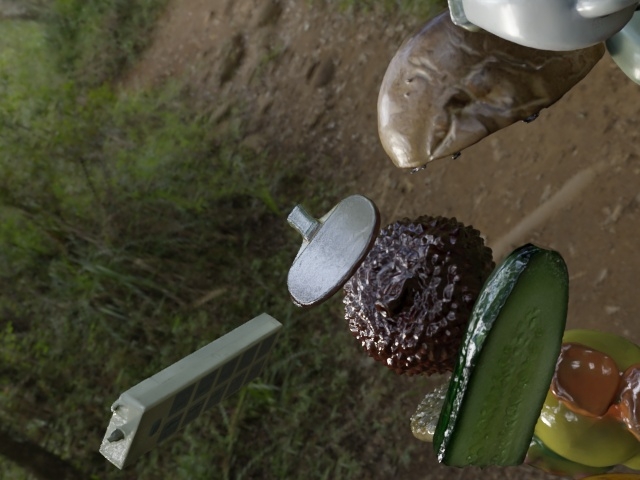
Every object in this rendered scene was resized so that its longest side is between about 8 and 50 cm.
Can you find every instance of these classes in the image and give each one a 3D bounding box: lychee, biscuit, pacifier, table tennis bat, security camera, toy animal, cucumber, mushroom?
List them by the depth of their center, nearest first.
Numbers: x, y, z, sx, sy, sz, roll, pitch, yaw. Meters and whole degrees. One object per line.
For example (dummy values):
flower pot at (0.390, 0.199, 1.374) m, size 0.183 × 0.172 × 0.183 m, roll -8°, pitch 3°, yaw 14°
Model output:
pacifier at (0.167, -0.263, 0.623) m, size 0.238 × 0.226 × 0.287 m, roll -18°, pitch 27°, yaw 1°
cucumber at (0.173, 0.108, 0.823) m, size 0.063 × 0.115 × 0.244 m, roll 44°, pitch 127°, yaw 50°
mushroom at (0.184, -0.209, 1.010) m, size 0.285 × 0.151 × 0.156 m, roll -29°, pitch 18°, yaw 6°
biscuit at (0.191, 0.204, 1.135) m, size 0.141 × 0.038 × 0.289 m, roll -29°, pitch 0°, yaw 39°
table tennis bat at (0.000, 0.000, 1.191) m, size 0.173 × 0.022 × 0.301 m, roll -53°, pitch 21°, yaw 2°
toy animal at (0.377, 0.230, 1.219) m, size 0.338 × 0.216 × 0.191 m, roll 96°, pitch -165°, yaw -63°
security camera at (0.499, -0.347, 1.345) m, size 0.080 × 0.157 × 0.302 m, roll 96°, pitch 162°, yaw -48°
lychee at (0.191, 0.101, 1.595) m, size 0.306 × 0.306 × 0.330 m, roll -62°, pitch -25°, yaw 12°

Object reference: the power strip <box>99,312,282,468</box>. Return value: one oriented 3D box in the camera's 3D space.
power strip at (-0.170, 0.199, 1.178) m, size 0.367 × 0.043 × 0.106 m, roll -26°, pitch -36°, yaw -58°

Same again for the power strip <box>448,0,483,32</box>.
power strip at (0.210, -0.330, 0.838) m, size 0.198 × 0.064 × 0.213 m, roll -11°, pitch 93°, yaw 28°

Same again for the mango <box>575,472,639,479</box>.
mango at (0.268, 0.264, 0.754) m, size 0.178 × 0.090 × 0.115 m, roll -1°, pitch 72°, yaw 33°
